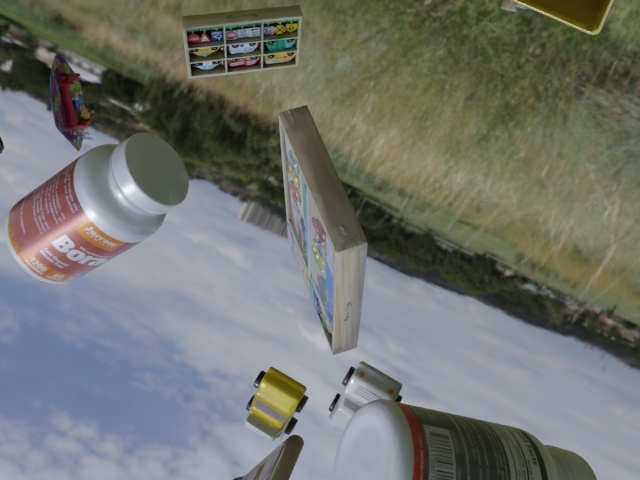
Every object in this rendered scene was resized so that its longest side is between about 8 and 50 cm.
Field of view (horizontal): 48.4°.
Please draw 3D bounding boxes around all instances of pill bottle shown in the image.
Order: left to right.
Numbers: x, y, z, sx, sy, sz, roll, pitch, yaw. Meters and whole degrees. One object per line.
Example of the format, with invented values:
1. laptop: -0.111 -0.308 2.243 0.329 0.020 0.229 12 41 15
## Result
1. pill bottle: -0.262 -0.039 0.840 0.121 0.216 0.121 36 -139 -38
2. pill bottle: 0.219 0.371 1.060 0.363 0.210 0.210 17 -173 -20

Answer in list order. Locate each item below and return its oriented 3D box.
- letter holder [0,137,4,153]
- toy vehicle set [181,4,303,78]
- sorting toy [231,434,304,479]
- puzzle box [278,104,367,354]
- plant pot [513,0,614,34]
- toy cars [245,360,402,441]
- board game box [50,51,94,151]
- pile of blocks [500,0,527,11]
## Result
1. letter holder: -0.575 -0.176 0.890 0.302 0.152 0.214 18 141 31
2. toy vehicle set: -0.178 -0.453 1.630 0.267 0.035 0.166 -9 153 -9
3. sorting toy: -0.140 0.508 1.275 0.041 0.229 0.307 41 -145 -8
4. puzzle box: 0.000 0.000 1.223 0.408 0.052 0.272 89 162 -60
5. plant pot: 0.398 -0.486 1.091 0.212 0.187 0.212 31 151 17
6. toy cars: -0.016 0.307 1.257 0.394 0.087 0.176 -12 120 40
7. board game box: -0.399 -0.227 1.172 0.033 0.133 0.168 -3 167 -2
8. pile of blocks: 0.530 -0.595 1.602 0.113 0.148 0.362 18 174 -6
